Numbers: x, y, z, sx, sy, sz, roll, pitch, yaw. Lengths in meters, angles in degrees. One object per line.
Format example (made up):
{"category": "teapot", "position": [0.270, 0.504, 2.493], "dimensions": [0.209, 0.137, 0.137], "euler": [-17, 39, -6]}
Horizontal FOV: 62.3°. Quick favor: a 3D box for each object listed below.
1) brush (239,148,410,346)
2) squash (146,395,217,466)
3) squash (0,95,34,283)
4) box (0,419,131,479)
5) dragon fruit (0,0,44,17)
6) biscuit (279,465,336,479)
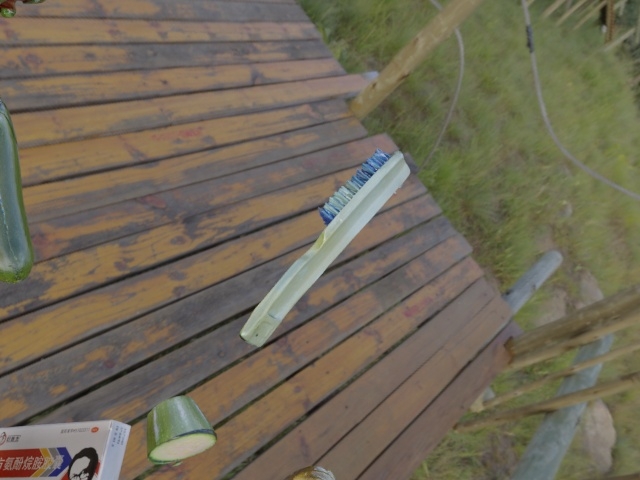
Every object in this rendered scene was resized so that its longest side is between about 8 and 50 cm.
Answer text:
{"category": "brush", "position": [0.000, 0.000, 0.388], "dimensions": [0.030, 0.033, 0.178], "euler": [37, 79, 25]}
{"category": "squash", "position": [-0.355, 0.474, 1.317], "dimensions": [0.170, 0.170, 0.122], "euler": [1, 42, -39]}
{"category": "squash", "position": [-0.524, -0.092, 0.853], "dimensions": [0.087, 0.087, 0.331], "euler": [-10, 99, -43]}
{"category": "box", "position": [-0.568, 0.493, 1.094], "dimensions": [0.069, 0.354, 0.214], "euler": [53, 34, -49]}
{"category": "dragon fruit", "position": [-0.487, -0.450, 0.847], "dimensions": [0.236, 0.137, 0.135], "euler": [-27, 87, -26]}
{"category": "biscuit", "position": [-0.040, 0.458, 0.977], "dimensions": [0.118, 0.183, 0.061], "euler": [-17, 73, -50]}
